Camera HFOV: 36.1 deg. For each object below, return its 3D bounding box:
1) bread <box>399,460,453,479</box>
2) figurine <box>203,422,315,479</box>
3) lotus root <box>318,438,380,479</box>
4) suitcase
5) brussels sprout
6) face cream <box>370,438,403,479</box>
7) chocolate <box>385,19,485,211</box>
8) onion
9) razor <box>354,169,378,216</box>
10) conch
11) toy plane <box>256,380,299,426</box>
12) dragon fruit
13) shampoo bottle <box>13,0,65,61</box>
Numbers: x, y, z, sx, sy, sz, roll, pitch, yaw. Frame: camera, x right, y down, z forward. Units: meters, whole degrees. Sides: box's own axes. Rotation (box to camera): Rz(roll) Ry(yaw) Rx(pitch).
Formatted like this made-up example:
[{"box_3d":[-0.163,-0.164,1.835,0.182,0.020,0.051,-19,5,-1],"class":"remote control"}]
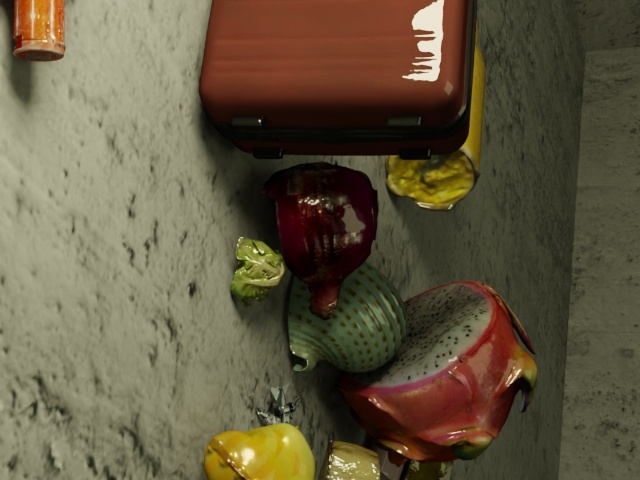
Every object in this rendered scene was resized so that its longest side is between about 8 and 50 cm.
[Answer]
[{"box_3d":[0.174,0.397,1.634,0.160,0.088,0.233,98,12,-46],"class":"bread"},{"box_3d":[-0.058,0.285,1.112,0.156,0.131,0.246,-50,156,-7],"class":"figurine"},{"box_3d":[0.018,0.390,1.255,0.170,0.074,0.260,119,-18,-71],"class":"lotus root"},{"box_3d":[0.025,-0.214,1.101,0.161,0.297,0.236,53,41,-66],"class":"suitcase"},{"box_3d":[-0.069,0.038,1.169,0.085,0.058,0.085,8,90,-81],"class":"brussels sprout"},{"box_3d":[0.117,0.316,1.583,0.198,0.057,0.084,-62,146,-46],"class":"face cream"},{"box_3d":[0.220,-0.260,1.760,0.162,0.162,0.445,66,28,-42],"class":"chocolate"},{"box_3d":[0.015,-0.004,1.223,0.173,0.135,0.198,-76,152,-77],"class":"onion"},{"box_3d":[0.040,-0.039,1.424,0.148,0.054,0.090,-52,127,-57],"class":"razor"},{"box_3d":[0.046,0.106,1.333,0.200,0.131,0.172,-53,137,-56],"class":"conch"},{"box_3d":[-0.051,0.221,1.231,0.078,0.031,0.083,-6,92,-51],"class":"toy plane"},{"box_3d":[0.177,0.210,1.430,0.189,0.291,0.290,58,33,-16],"class":"dragon fruit"},{"box_3d":[-0.231,-0.260,0.811,0.108,0.051,0.221,7,83,-67],"class":"shampoo bottle"}]
